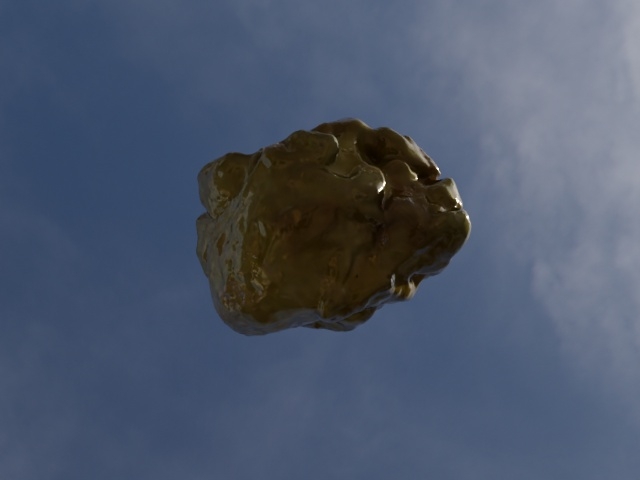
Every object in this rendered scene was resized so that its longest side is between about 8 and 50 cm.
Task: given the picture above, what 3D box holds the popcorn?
[{"bbox_3d":[-0.004,-0.001,0.902,0.191,0.253,0.190,38,-137,-26],"label":"popcorn"}]
